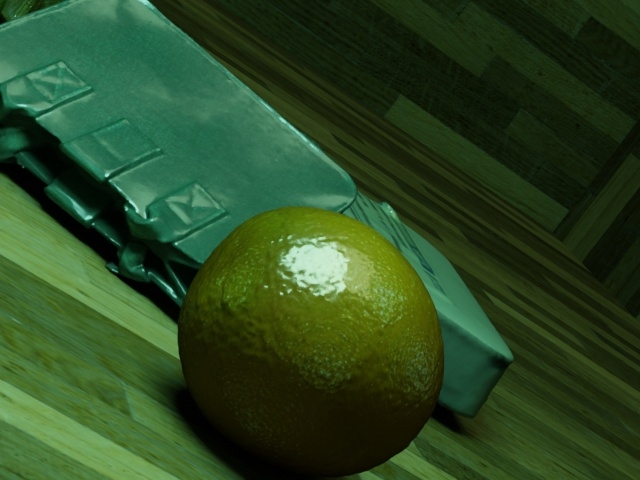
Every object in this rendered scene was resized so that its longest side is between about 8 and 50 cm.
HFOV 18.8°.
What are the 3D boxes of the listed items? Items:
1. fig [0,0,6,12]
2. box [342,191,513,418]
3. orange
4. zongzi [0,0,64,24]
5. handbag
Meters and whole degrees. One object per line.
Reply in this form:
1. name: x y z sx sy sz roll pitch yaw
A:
1. fig: -0.358 -0.294 1.790 0.203 0.235 0.203 37 13 -10
2. box: 0.000 0.001 2.026 0.396 0.111 0.396 34 10 -16
3. orange: -0.005 0.075 1.407 0.206 0.206 0.206 35 9 -7
4. zongzi: -0.348 -0.386 2.245 0.247 0.241 0.111 40 5 21
5. handbag: -0.146 -0.078 1.696 0.326 0.089 0.238 42 37 15
